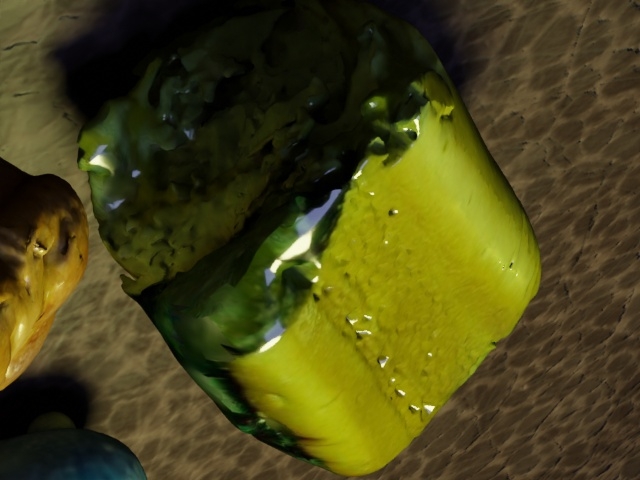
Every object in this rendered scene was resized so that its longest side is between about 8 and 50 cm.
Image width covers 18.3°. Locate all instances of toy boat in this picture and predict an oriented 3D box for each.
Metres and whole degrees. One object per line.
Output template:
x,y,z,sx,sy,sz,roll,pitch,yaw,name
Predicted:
-0.275,0.235,1.516,0.330,0.123,0.215,-36,144,25,toy boat

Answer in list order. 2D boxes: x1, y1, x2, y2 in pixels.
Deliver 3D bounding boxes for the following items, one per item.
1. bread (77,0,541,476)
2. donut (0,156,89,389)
0.000,0.000,1.316,0.251,0.208,0.376,-44,150,-2,bread
-0.264,0.083,1.118,0.299,0.150,0.317,-54,-177,44,donut
